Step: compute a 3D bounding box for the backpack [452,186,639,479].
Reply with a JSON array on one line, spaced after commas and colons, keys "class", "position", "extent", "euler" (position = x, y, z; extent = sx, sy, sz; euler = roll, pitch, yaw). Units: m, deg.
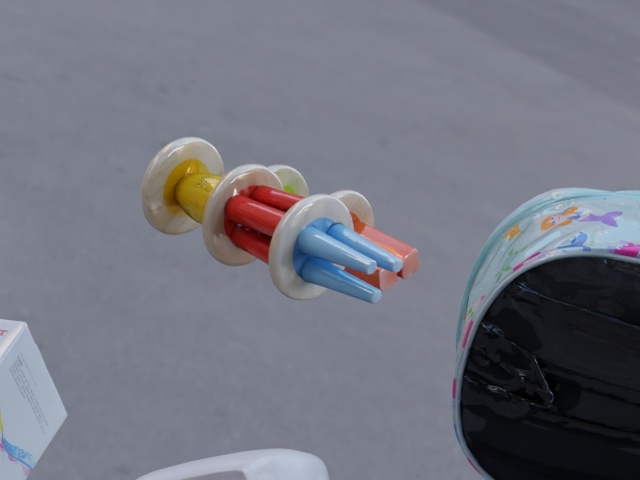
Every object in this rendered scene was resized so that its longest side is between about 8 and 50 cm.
[{"class": "backpack", "position": [0.216, 0.076, 1.018], "extent": [0.253, 0.225, 0.191], "euler": [8, 29, -2]}]

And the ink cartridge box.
[{"class": "ink cartridge box", "position": [-0.335, 0.168, 1.349], "extent": [0.128, 0.127, 0.176], "euler": [6, 43, 25]}]

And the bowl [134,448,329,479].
[{"class": "bowl", "position": [-0.065, 0.188, 0.862], "extent": [0.142, 0.142, 0.053], "euler": [-15, -30, 27]}]

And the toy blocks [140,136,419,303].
[{"class": "toy blocks", "position": [0.000, 0.000, 0.748], "extent": [0.148, 0.054, 0.123], "euler": [25, 7, 41]}]
